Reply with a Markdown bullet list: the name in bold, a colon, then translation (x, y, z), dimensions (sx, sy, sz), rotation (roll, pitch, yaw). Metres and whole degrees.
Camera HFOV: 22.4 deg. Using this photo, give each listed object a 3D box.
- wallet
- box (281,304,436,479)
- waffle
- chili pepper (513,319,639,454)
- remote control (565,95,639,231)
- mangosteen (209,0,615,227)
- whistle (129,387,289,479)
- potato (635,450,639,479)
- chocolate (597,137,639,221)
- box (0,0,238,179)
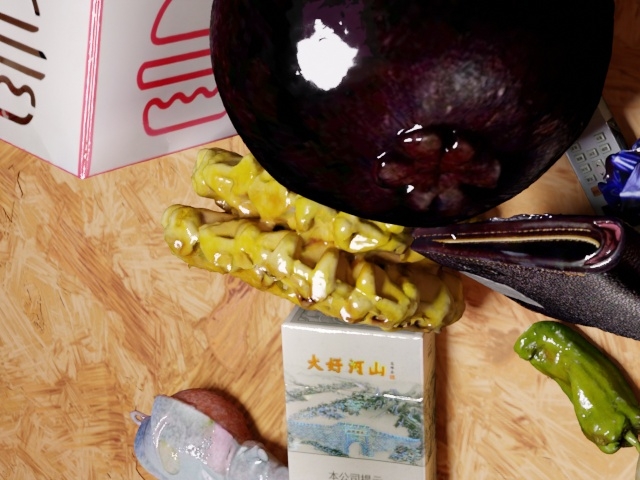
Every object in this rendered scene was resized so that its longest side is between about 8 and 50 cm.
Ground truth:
- **wallet**: translation (0.242, 0.038, 1.523), dimensions (0.262, 0.221, 0.071), rotation (4, 76, 49)
- **box**: translation (0.047, 0.203, 1.847), dimensions (0.164, 0.069, 0.256), rotation (4, 114, 16)
- **waffle**: translation (0.000, 0.000, 1.721), dimensions (0.324, 0.261, 0.151), rotation (14, 93, 35)
- **chili pepper**: translation (0.282, 0.166, 1.647), dimensions (0.204, 0.073, 0.072), rotation (51, 161, 25)
- **remote control**: translation (0.277, -0.077, 1.568), dimensions (0.065, 0.029, 0.166), rotation (-22, 97, 46)
- **mangosteen**: translation (0.076, -0.226, 1.487), dimensions (0.382, 0.382, 0.435), rotation (-52, 37, 44)
- **whistle**: translation (-0.103, 0.279, 2.041), dimensions (0.346, 0.134, 0.142), rotation (18, 117, 27)
- **potato**: translation (0.383, 0.238, 1.546), dimensions (0.202, 0.182, 0.117), rotation (49, 175, -8)
- **chocolate**: translation (0.385, -0.017, 1.408), dimensions (0.343, 0.148, 0.126), rotation (29, 147, 52)
- **box**: translation (-0.238, -0.275, 1.748), dimensions (0.314, 0.312, 0.300), rotation (25, 119, 33)
